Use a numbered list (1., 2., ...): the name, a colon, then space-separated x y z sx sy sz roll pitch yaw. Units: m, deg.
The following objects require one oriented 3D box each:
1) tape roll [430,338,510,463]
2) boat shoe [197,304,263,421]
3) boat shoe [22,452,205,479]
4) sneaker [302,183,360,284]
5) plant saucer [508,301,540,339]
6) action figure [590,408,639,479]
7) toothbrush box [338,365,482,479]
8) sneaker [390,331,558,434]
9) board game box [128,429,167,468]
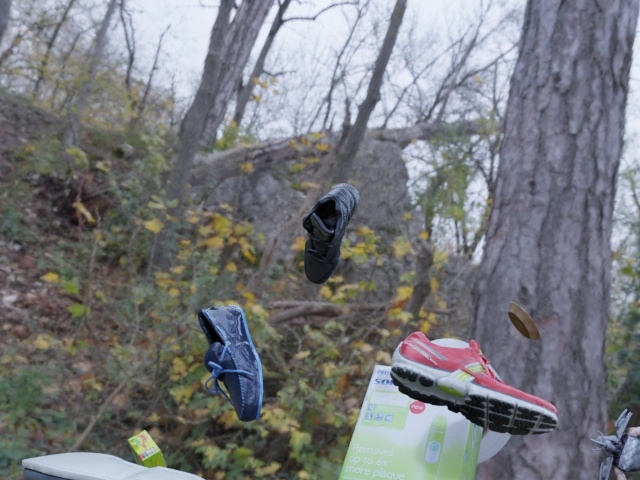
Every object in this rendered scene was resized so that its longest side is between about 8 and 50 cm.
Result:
1. tape roll: 0.305 0.372 1.460 0.246 0.246 0.169 23 12 -11
2. boat shoe: -0.165 0.215 1.100 0.089 0.109 0.258 6 26 -24
3. boat shoe: -0.305 0.367 0.896 0.319 0.099 0.116 1 -8 24
4. sneaker: 0.000 0.000 1.289 0.087 0.228 0.130 31 28 16
5. plant saucer: 0.371 0.152 1.167 0.083 0.015 0.083 55 -5 8
6. action figure: 0.690 0.457 1.274 0.284 0.185 0.099 21 7 17
7. toothbrush box: 0.171 0.380 1.145 0.206 0.283 0.122 1 -50 25
8. sneaker: 0.257 0.223 1.035 0.278 0.118 0.107 21 -37 13
9. board game box: -0.360 0.515 1.382 0.092 0.043 0.181 22 -49 51
